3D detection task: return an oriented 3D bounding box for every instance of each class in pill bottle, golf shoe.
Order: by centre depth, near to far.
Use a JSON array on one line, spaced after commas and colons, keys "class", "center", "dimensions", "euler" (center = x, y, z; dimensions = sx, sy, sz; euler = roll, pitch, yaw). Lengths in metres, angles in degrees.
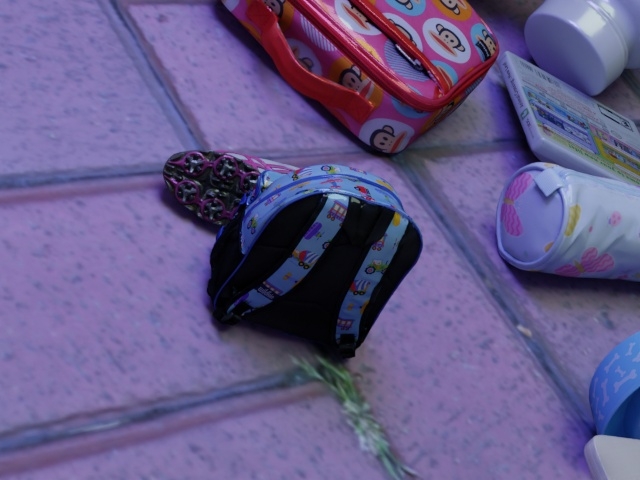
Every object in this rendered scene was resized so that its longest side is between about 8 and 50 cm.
[{"class": "golf shoe", "center": [-0.061, -0.044, 1.312], "dimensions": [0.186, 0.067, 0.086], "euler": [15, 10, -16]}, {"class": "pill bottle", "center": [0.409, -0.330, 1.767], "dimensions": [0.176, 0.176, 0.318], "euler": [44, 71, 11]}]

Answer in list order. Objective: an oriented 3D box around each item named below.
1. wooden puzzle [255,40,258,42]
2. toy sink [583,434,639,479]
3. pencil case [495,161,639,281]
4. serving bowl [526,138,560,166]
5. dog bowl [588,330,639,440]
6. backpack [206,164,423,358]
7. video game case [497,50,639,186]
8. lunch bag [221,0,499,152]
[{"class": "wooden puzzle", "center": [-0.068, -0.266, 1.566], "dimensions": [0.078, 0.014, 0.116], "euler": [-4, 52, -38]}, {"class": "toy sink", "center": [0.296, 0.272, 1.176], "dimensions": [0.234, 0.131, 0.153], "euler": [11, 43, -34]}, {"class": "pencil case", "center": [0.320, -0.014, 1.498], "dimensions": [0.273, 0.124, 0.113], "euler": [5, 55, -31]}, {"class": "serving bowl", "center": [0.271, -0.105, 1.629], "dimensions": [0.083, 0.027, 0.083], "euler": [28, 31, -19]}, {"class": "dog bowl", "center": [0.386, 0.162, 1.339], "dimensions": [0.297, 0.166, 0.074], "euler": [12, 32, -26]}, {"class": "backpack", "center": [0.000, 0.000, 1.209], "dimensions": [0.158, 0.173, 0.117], "euler": [17, 42, -20]}, {"class": "video game case", "center": [0.314, -0.124, 1.651], "dimensions": [0.212, 0.023, 0.193], "euler": [25, 31, -25]}, {"class": "lunch bag", "center": [0.032, -0.237, 1.526], "dimensions": [0.293, 0.120, 0.258], "euler": [44, 42, 4]}]
